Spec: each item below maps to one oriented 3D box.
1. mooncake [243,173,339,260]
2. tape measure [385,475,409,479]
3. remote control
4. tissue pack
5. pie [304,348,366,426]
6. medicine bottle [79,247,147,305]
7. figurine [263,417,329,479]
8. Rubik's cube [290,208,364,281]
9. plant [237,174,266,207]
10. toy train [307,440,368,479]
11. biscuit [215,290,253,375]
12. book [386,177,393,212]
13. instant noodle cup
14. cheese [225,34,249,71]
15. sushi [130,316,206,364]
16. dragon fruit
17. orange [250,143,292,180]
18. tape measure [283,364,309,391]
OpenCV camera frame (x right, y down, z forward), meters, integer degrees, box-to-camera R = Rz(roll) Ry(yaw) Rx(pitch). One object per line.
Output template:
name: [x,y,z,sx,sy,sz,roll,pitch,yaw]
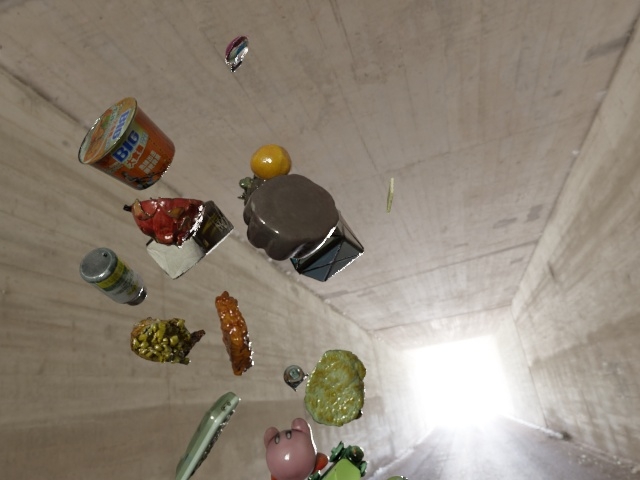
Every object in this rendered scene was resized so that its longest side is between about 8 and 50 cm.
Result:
mooncake: [-0.101,-0.075,1.548,0.306,0.306,0.154,1,-34,-28]
tape measure: [0.296,1.053,1.942,0.177,0.087,0.154,-35,6,-1]
remote control: [-0.341,0.580,1.385,0.335,0.065,0.128,-60,-7,27]
tissue pack: [-0.534,-0.017,1.965,0.210,0.198,0.370,-40,9,19]
pie: [0.056,0.532,1.702,0.257,0.274,0.105,9,-4,-30]
medicine bottle: [-0.775,0.152,1.800,0.141,0.141,0.293,-11,-30,3]
figurine: [-0.116,0.927,1.999,0.270,0.261,0.211,-18,11,1]
Rubik's cube: [0.000,0.000,1.990,0.246,0.250,0.248,-39,-30,14]
plant: [-0.254,-0.207,2.147,0.215,0.312,0.213,-49,-13,-8]
toy train: [0.020,0.626,1.185,0.253,0.105,0.157,-56,-10,27]
biscuit: [-0.391,0.430,2.152,0.110,0.312,0.318,-16,-44,-18]
book: [0.259,-0.165,1.740,0.014,0.077,0.111,5,-39,3]
instant noodle cup: [-0.670,-0.327,1.671,0.296,0.296,0.214,-20,-40,26]
cheese: [-0.228,-0.507,1.283,0.095,0.038,0.145,-48,3,-14]
sushi: [-0.534,0.349,1.638,0.179,0.167,0.296,-8,-30,23]
dragon fruit: [-0.464,-0.046,1.441,0.224,0.148,0.218,-1,-4,-42]
orange: [-0.177,-0.284,1.725,0.159,0.136,0.159,10,3,-1]
tape measure: [-0.118,0.610,2.148,0.104,0.107,0.180,-45,-16,-19]
